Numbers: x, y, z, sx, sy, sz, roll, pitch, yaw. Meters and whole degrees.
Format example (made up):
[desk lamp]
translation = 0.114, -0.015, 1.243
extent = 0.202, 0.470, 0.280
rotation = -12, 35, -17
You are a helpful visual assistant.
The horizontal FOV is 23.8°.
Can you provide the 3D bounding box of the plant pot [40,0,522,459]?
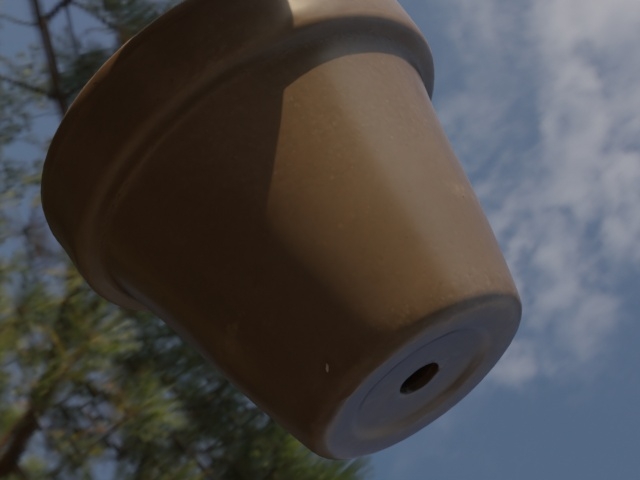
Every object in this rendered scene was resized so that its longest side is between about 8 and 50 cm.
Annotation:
[plant pot]
translation = 0.000, 0.000, 0.919
extent = 0.263, 0.263, 0.229
rotation = -51, -119, 26
